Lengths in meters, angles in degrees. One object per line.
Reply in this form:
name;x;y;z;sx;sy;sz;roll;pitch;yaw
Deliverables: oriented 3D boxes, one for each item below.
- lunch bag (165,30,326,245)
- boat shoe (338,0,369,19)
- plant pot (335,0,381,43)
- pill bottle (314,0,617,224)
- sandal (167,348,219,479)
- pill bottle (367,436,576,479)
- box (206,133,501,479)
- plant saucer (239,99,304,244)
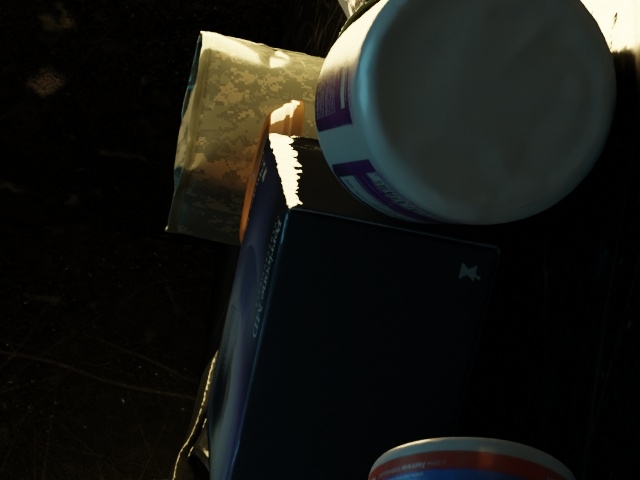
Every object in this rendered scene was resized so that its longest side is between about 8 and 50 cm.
lunch bag;-0.068;-0.137;2.024;0.169;0.235;0.287;113;167;-55
boat shoe;0.091;-0.279;1.563;0.341;0.127;0.158;-98;26;-46
plant pot;0.088;-0.152;1.376;0.095;0.134;0.134;3;-81;-72
pill bottle;0.085;-0.095;1.076;0.301;0.169;0.169;-170;91;-82
sandal;-0.111;0.290;2.063;0.107;0.167;0.446;-52;23;34
pill bottle;0.078;0.230;0.829;0.124;0.124;0.222;114;165;-59
box;0.013;0.088;1.318;0.294;0.182;0.296;-112;34;-74
plant saucer;-0.060;-0.070;1.785;0.200;0.037;0.200;-166;90;-82
